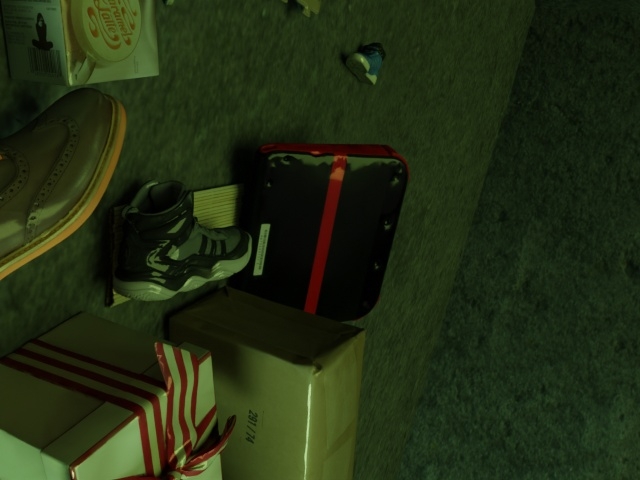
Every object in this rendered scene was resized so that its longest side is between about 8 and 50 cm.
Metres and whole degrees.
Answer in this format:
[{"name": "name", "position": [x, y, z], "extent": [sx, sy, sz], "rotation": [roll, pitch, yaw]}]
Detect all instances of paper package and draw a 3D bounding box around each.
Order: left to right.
[{"name": "paper package", "position": [-0.098, 0.275, 1.072], "extent": [0.168, 0.309, 0.325], "rotation": [-25, 123, -53]}]

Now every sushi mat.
[{"name": "sushi mat", "position": [-0.221, -0.003, 1.027], "extent": [0.316, 0.019, 0.151], "rotation": [-21, 120, -60]}]

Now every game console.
[{"name": "game console", "position": [0.000, 0.000, 1.239], "extent": [0.342, 0.060, 0.386], "rotation": [-3, 116, -30]}]

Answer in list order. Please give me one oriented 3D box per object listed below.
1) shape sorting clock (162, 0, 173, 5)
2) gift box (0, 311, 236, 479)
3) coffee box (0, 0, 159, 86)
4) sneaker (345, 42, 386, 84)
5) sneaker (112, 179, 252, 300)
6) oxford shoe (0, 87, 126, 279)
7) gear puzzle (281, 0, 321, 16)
[{"name": "shape sorting clock", "position": [-0.189, -0.388, 0.754], "extent": [0.040, 0.206, 0.206], "rotation": [-9, 118, -16]}, {"name": "gift box", "position": [-0.272, 0.244, 0.767], "extent": [0.255, 0.258, 0.276], "rotation": [-44, 140, -49]}, {"name": "coffee box", "position": [-0.266, -0.305, 0.699], "extent": [0.141, 0.098, 0.246], "rotation": [-31, 129, -56]}, {"name": "sneaker", "position": [0.105, -0.418, 1.441], "extent": [0.152, 0.058, 0.085], "rotation": [19, 90, -68]}, {"name": "sneaker", "position": [-0.190, -0.017, 0.941], "extent": [0.268, 0.101, 0.153], "rotation": [-25, 125, -55]}, {"name": "oxford shoe", "position": [-0.324, -0.044, 0.611], "extent": [0.364, 0.130, 0.133], "rotation": [-61, 145, -31]}, {"name": "gear puzzle", "position": [-0.084, -0.502, 1.051], "extent": [0.339, 0.044, 0.175], "rotation": [3, 101, -61]}]
